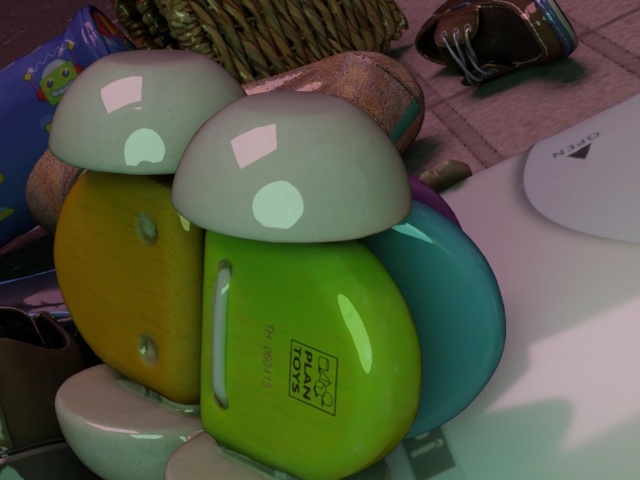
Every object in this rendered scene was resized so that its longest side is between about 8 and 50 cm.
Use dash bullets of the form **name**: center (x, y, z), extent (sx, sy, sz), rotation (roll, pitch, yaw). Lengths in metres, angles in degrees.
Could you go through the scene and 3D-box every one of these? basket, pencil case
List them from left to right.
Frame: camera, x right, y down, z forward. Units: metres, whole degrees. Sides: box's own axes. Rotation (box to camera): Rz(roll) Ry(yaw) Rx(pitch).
- **pencil case**: center (-0.251, -0.052, 1.160), extent (0.306, 0.119, 0.133), rotation (-34, -12, 13)
- **basket**: center (-0.118, -0.212, 1.148), extent (0.213, 0.299, 0.223), rotation (-8, 29, 44)

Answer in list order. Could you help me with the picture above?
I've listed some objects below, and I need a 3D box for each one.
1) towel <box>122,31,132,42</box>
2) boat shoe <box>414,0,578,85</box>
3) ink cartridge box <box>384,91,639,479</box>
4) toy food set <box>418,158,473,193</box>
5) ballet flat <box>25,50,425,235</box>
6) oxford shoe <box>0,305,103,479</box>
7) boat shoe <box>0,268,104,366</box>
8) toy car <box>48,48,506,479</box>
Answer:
- **towel**: center (-0.213, -0.166, 1.448), extent (0.271, 0.040, 0.370), rotation (-5, 22, 45)
- **boat shoe**: center (0.115, -0.136, 1.024), extent (0.066, 0.066, 0.183), rotation (-36, 12, -7)
- **ink cartridge box**: center (0.137, 0.052, 0.523), extent (0.308, 0.091, 0.385), rotation (-26, 20, 8)
- **toy food set**: center (0.000, 0.000, 0.762), extent (0.192, 0.039, 0.132), rotation (-30, -16, 21)
- **ballet flat**: center (-0.083, -0.044, 1.003), extent (0.316, 0.107, 0.106), rotation (-20, 30, 26)
- **oxford shoe**: center (-0.128, 0.076, 0.719), extent (0.082, 0.096, 0.227), rotation (-17, -7, -3)
- **boat shoe**: center (-0.181, 0.070, 0.859), extent (0.258, 0.109, 0.089), rotation (-28, 24, 8)
- **toy car**: center (-0.011, 0.018, 0.534), extent (0.136, 0.159, 0.182), rotation (-10, 21, -37)
